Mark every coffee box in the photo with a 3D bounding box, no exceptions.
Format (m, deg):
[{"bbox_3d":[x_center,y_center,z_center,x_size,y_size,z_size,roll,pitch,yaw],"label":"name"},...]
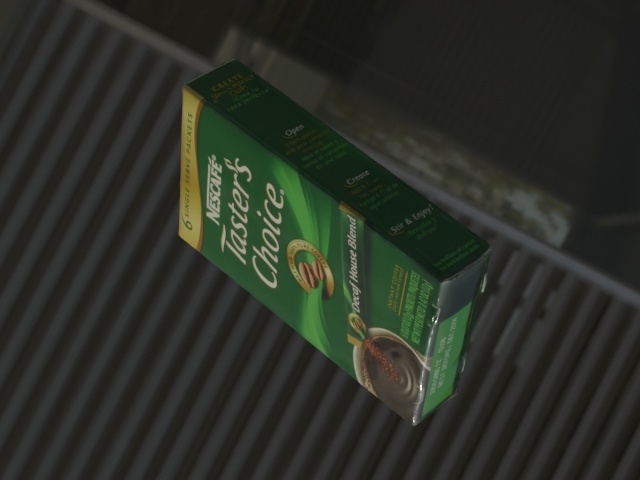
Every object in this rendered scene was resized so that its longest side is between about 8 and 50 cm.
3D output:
[{"bbox_3d":[0.000,0.000,0.771,0.040,0.184,0.113,-32,147,-33],"label":"coffee box"}]
